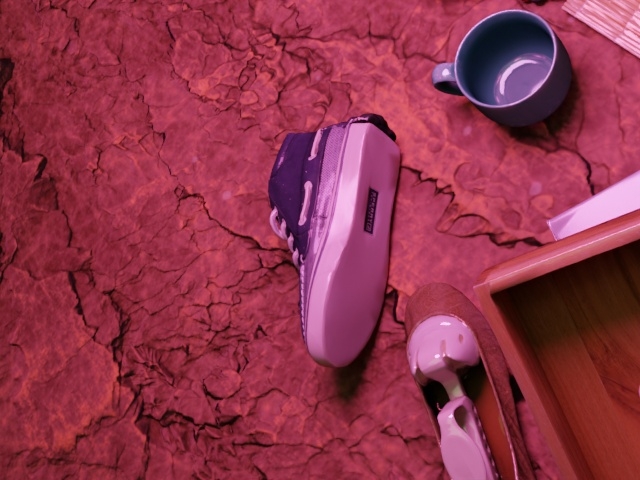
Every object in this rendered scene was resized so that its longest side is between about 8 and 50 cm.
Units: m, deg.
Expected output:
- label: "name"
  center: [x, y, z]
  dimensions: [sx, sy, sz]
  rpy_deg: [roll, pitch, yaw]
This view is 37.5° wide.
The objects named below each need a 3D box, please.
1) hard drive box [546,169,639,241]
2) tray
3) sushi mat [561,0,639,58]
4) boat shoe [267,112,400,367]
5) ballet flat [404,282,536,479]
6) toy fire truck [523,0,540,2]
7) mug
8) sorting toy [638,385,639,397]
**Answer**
- label: "hard drive box"
  center: [0.381, -0.017, 0.980]
  dimensions: [0.232, 0.181, 0.089]
  rpy_deg: [-31, 61, 19]
- label: "tray"
  center: [0.328, 0.183, 0.900]
  dimensions: [0.203, 0.076, 0.411]
  rpy_deg: [-24, 95, 24]
- label: "sushi mat"
  center: [0.445, -0.261, 1.111]
  dimensions: [0.151, 0.019, 0.316]
  rpy_deg: [-51, 56, 10]
- label: "boat shoe"
  center: [0.000, 0.000, 1.257]
  dimensions: [0.158, 0.127, 0.340]
  rpy_deg: [-2, 67, 38]
- label: "ballet flat"
  center: [0.161, 0.191, 1.086]
  dimensions: [0.116, 0.124, 0.342]
  rpy_deg: [-25, 64, 23]
- label: "toy fire truck"
  center: [0.333, -0.380, 1.181]
  dimensions: [0.192, 0.047, 0.135]
  rpy_deg: [-1, 65, 46]
- label: "mug"
  center: [0.235, -0.213, 1.178]
  dimensions: [0.158, 0.097, 0.129]
  rpy_deg: [35, 96, 35]
- label: "sorting toy"
  center: [0.451, 0.133, 0.764]
  dimensions: [0.307, 0.041, 0.229]
  rpy_deg: [-40, 74, 25]
